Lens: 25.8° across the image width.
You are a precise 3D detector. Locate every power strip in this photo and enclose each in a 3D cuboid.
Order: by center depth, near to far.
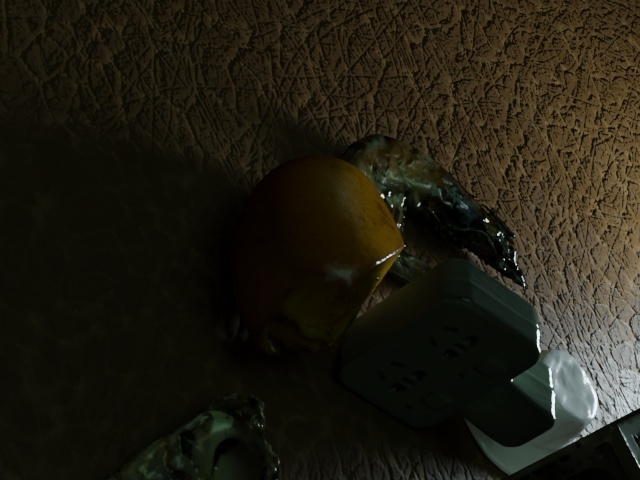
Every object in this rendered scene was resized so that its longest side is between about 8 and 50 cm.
[{"bbox_3d":[0.187,0.142,1.800,0.261,0.229,0.141,33,40,-25],"label":"power strip"}]

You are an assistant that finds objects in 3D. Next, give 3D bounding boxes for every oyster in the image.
[{"bbox_3d":[-0.149,0.264,1.477,0.294,0.094,0.166,-17,56,-42],"label":"oyster"}]

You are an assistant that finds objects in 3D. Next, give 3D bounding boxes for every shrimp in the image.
[{"bbox_3d":[0.162,-0.005,2.035,0.365,0.071,0.233,38,49,-21],"label":"shrimp"}]

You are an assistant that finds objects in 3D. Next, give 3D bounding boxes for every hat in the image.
[{"bbox_3d":[0.303,0.227,1.947,0.203,0.126,0.203,24,46,-28],"label":"hat"}]

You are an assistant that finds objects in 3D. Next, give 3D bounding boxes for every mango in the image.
[{"bbox_3d":[0.000,0.000,1.753,0.350,0.201,0.199,-79,153,-54],"label":"mango"}]

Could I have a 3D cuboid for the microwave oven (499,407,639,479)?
[{"bbox_3d":[0.315,0.364,1.627,0.333,0.394,0.247,-14,72,-51],"label":"microwave oven"}]
